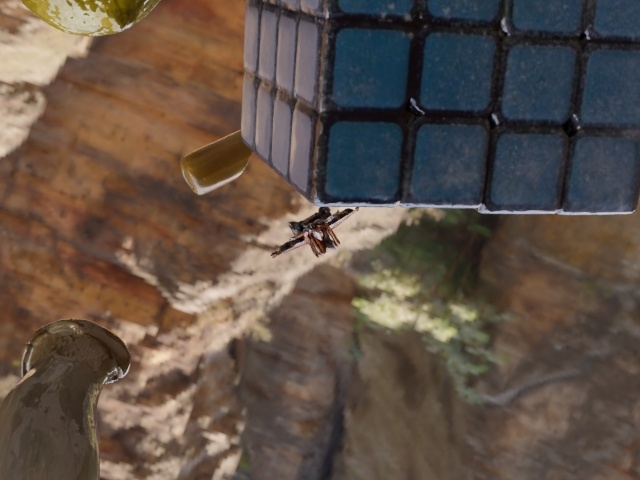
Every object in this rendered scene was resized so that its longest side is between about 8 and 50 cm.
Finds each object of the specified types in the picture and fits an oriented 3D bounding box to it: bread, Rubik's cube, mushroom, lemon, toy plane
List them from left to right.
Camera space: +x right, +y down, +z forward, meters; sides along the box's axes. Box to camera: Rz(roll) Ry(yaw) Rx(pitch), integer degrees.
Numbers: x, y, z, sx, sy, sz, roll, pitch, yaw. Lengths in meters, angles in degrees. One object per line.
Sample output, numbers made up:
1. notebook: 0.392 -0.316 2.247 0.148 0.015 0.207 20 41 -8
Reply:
1. mushroom: -0.204 0.154 0.871 0.088 0.097 0.212 24 -137 -21
2. lemon: -0.297 -0.376 1.500 0.253 0.228 0.228 60 -168 -1
3. bread: -0.130 -0.101 1.558 0.103 0.062 0.049 -26 -139 -12
4. toy plane: -0.006 -0.010 1.598 0.062 0.135 0.188 61 180 -1
5. Rubik's cube: 0.117 -0.224 1.178 0.337 0.344 0.344 -1 -165 -15
